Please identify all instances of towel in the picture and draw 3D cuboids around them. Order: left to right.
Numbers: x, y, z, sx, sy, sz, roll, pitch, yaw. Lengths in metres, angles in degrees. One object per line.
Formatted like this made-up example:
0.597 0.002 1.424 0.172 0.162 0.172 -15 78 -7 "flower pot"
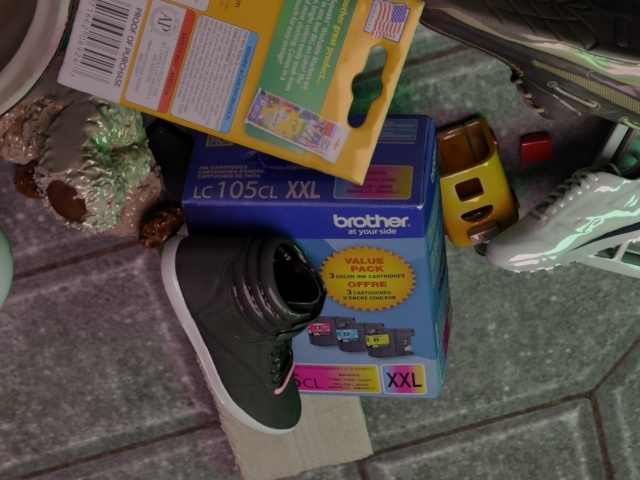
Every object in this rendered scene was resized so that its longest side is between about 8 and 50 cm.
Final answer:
-0.045 0.201 2.325 0.187 0.049 0.282 -13 132 2 "towel"

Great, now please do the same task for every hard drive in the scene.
-0.192 -0.071 2.082 0.094 0.022 0.135 33 117 -32 "hard drive"

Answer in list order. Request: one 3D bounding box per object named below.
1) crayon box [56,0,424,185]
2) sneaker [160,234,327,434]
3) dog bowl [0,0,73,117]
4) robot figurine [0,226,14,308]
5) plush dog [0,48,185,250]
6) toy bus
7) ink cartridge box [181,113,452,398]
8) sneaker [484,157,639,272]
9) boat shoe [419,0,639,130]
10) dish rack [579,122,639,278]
-0.077 -0.205 1.790 0.323 0.083 0.203 19 112 1 "crayon box"
-0.050 0.107 1.969 0.147 0.104 0.295 -6 131 27 "sneaker"
-0.447 -0.287 1.768 0.408 0.150 0.408 -5 130 -6 "dog bowl"
-0.459 0.001 1.937 0.278 0.173 0.209 42 70 -39 "robot figurine"
-0.250 -0.094 1.958 0.210 0.262 0.225 -49 147 -21 "plush dog"
0.182 -0.042 2.128 0.202 0.104 0.191 15 125 -22 "toy bus"
0.000 0.000 2.037 0.270 0.151 0.395 0 136 9 "ink cartridge box"
0.293 -0.034 2.081 0.235 0.090 0.095 -20 114 -11 "sneaker"
0.264 -0.192 1.969 0.355 0.132 0.130 19 128 -2 "boat shoe"
0.459 -0.095 2.153 0.285 0.072 0.333 14 126 -15 "dish rack"
